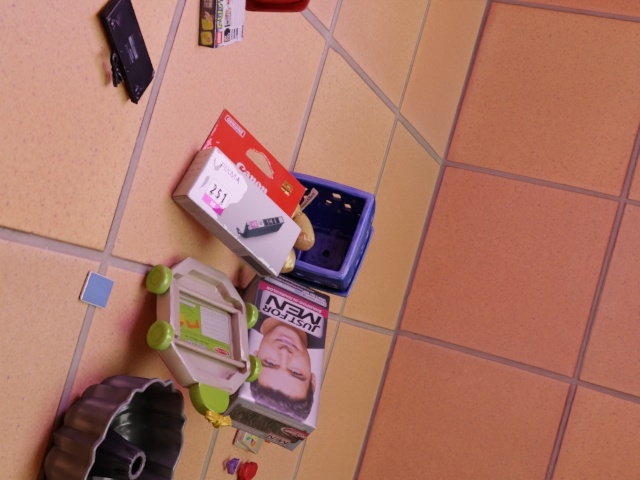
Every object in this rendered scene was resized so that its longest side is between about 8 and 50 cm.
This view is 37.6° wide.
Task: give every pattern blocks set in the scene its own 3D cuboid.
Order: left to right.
[{"bbox_3d":[-0.164,0.464,2.443,0.285,0.026,0.324,74,37,-53],"label":"pattern blocks set"}]

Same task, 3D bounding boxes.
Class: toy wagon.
[{"bbox_3d":[-0.226,0.202,1.821,0.267,0.068,0.344,29,45,-45],"label":"toy wagon"}]

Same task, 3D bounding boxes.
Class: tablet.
[{"bbox_3d":[-0.392,0.087,1.649,0.083,0.006,0.054,41,65,-68],"label":"tablet"}]

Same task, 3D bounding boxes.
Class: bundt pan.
[{"bbox_3d":[-0.383,0.391,1.710,0.331,0.124,0.330,15,90,-70],"label":"bundt pan"}]

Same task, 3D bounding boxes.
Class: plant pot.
[{"bbox_3d":[0.000,0.000,2.280,0.212,0.236,0.235,71,38,-65],"label":"plant pot"}]

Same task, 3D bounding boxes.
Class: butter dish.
[{"bbox_3d":[-0.089,-0.533,1.815,0.118,0.160,0.159,34,71,-54],"label":"butter dish"}]

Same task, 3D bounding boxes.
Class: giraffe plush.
[{"bbox_3d":[-0.117,-0.053,2.069,0.170,0.181,0.210,28,88,-47],"label":"giraffe plush"}]

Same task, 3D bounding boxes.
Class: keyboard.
[{"bbox_3d":[-0.323,-0.307,1.543,0.180,0.023,0.108,78,27,-48],"label":"keyboard"}]

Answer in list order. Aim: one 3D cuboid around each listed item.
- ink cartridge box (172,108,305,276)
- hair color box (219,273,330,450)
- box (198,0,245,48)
[{"bbox_3d":[-0.141,-0.097,1.913,0.275,0.060,0.238,44,59,-32],"label":"ink cartridge box"},{"bbox_3d":[-0.096,0.253,2.067,0.113,0.185,0.374,-50,-158,40],"label":"hair color box"},{"bbox_3d":[-0.181,-0.473,1.767,0.114,0.036,0.206,-36,136,-59],"label":"box"}]
